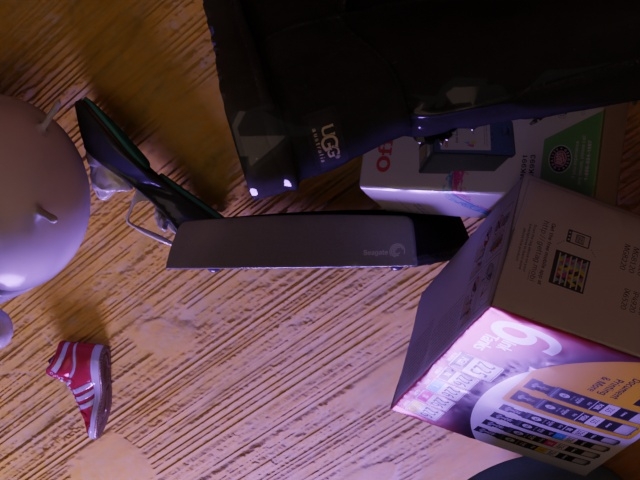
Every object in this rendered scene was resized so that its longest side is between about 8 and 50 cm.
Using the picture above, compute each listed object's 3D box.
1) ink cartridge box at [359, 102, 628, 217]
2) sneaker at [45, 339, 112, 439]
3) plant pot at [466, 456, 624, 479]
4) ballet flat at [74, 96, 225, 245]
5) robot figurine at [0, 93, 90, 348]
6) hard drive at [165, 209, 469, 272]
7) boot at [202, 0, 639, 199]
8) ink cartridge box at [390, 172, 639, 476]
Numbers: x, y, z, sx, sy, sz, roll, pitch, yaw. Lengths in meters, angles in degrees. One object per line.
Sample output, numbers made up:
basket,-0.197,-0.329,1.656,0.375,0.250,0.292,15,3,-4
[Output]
ink cartridge box,0.153,-0.102,1.660,0.212,0.154,0.093,4,167,23
sneaker,-0.266,0.161,2.087,0.067,0.042,0.118,11,117,12
plant pot,0.230,0.325,1.889,0.290,0.195,0.290,11,124,16
ballet flat,-0.181,-0.053,1.887,0.203,0.074,0.074,42,128,-10
robot figurine,-0.367,-0.025,1.895,0.353,0.199,0.300,-22,72,41
hard drive,0.000,0.000,1.798,0.254,0.172,0.054,-1,93,25
boot,0.134,-0.200,1.552,0.445,0.367,0.146,-16,127,1
ink cartridge box,0.240,0.095,1.673,0.271,0.130,0.309,19,156,-6
